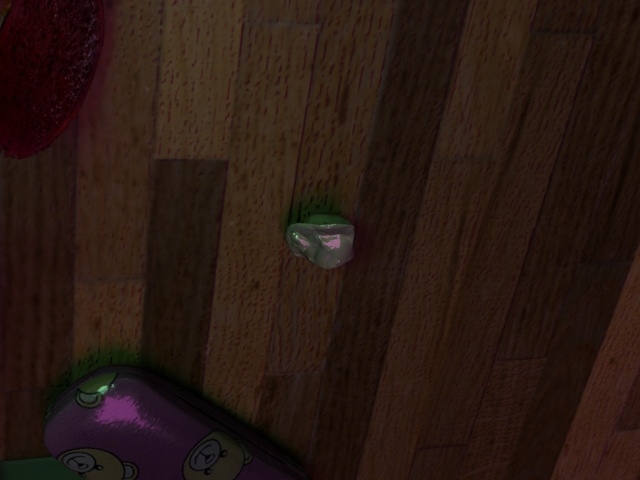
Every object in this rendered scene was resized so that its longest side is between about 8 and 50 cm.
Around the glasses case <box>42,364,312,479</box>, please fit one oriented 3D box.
[{"bbox_3d":[-0.130,0.222,1.075,0.123,0.076,0.316,-41,127,14],"label":"glasses case"}]

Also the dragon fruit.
[{"bbox_3d":[-0.232,-0.145,0.761,0.110,0.153,0.153,21,123,10],"label":"dragon fruit"}]

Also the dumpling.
[{"bbox_3d":[0.000,0.003,0.967,0.057,0.076,0.052,-13,105,-13],"label":"dumpling"}]

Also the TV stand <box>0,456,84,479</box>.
[{"bbox_3d":[-0.281,0.344,1.115,0.088,0.083,0.270,-3,125,-14],"label":"TV stand"}]
